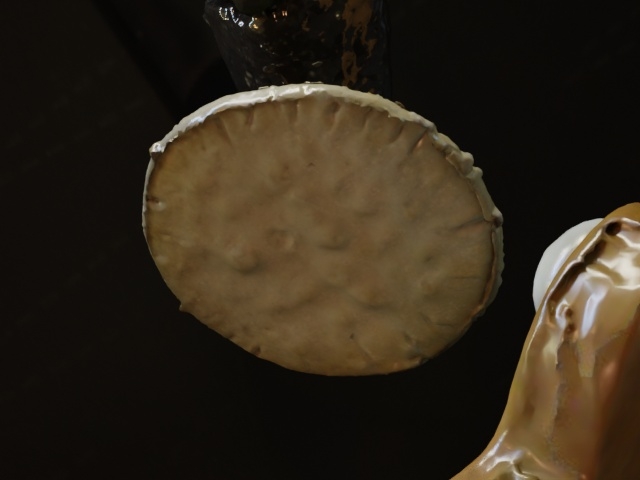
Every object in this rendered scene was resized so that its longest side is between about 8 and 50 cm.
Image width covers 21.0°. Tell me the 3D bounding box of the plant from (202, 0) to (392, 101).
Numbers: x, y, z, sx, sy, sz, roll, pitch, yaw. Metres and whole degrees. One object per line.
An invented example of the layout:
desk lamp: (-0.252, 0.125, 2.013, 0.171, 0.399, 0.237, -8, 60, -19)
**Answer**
plant: (-0.014, -0.116, 0.808, 0.092, 0.094, 0.143, -24, 113, -12)

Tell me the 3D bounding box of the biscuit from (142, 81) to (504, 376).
biscuit: (0.000, 0.000, 0.693, 0.152, 0.152, 0.020, 12, 39, 5)

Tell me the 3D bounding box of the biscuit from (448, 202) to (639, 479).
biscuit: (0.062, 0.090, 0.445, 0.047, 0.216, 0.340, 27, 54, 33)
